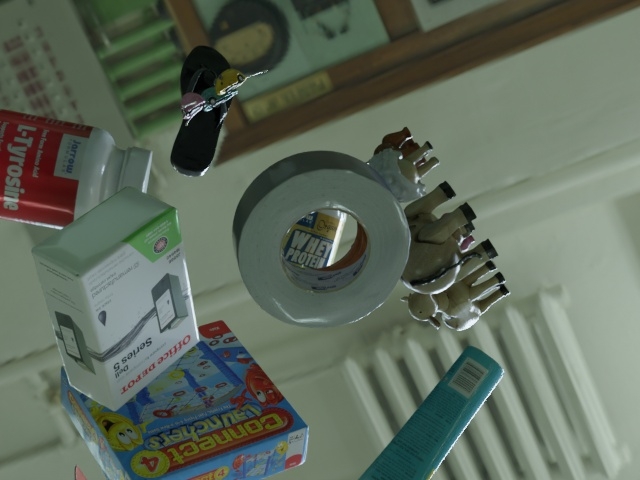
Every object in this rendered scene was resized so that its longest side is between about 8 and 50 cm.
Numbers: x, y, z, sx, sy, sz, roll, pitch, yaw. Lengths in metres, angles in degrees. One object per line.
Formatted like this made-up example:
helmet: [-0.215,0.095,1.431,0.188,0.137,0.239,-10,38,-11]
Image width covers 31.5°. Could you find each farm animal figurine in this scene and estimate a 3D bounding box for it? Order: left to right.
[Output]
farm animal figurine: [0.147,0.013,1.682,0.172,0.330,0.327,-33,-173,2]

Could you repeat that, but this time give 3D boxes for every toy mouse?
toy mouse: [-0.181,-0.224,1.782,0.161,0.031,0.143,-32,180,-43]

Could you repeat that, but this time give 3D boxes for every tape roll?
tape roll: [0.000,0.000,1.436,0.219,0.219,0.072,-25,-154,1]

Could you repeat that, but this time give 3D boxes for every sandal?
sandal: [-0.200,-0.231,1.966,0.097,0.254,0.054,9,154,-11]

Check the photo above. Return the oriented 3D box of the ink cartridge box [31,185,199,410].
ink cartridge box: [-0.303,0.089,1.723,0.114,0.273,0.198,23,-134,32]

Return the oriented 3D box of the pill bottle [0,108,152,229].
pill bottle: [-0.571,-0.143,2.387,0.407,0.229,0.229,10,-168,-7]

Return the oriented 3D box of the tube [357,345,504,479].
tube: [0.126,0.213,1.278,0.207,0.052,0.080,-50,-143,-13]

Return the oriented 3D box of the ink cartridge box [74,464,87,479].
ink cartridge box: [-0.330,0.551,1.962,0.130,0.272,0.309,-8,152,-3]

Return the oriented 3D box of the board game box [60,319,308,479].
board game box: [-0.227,0.286,1.863,0.308,0.086,0.302,-15,-140,-29]

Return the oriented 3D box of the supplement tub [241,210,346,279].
supplement tub: [-0.039,-0.008,1.878,0.144,0.200,0.144,16,178,1]
